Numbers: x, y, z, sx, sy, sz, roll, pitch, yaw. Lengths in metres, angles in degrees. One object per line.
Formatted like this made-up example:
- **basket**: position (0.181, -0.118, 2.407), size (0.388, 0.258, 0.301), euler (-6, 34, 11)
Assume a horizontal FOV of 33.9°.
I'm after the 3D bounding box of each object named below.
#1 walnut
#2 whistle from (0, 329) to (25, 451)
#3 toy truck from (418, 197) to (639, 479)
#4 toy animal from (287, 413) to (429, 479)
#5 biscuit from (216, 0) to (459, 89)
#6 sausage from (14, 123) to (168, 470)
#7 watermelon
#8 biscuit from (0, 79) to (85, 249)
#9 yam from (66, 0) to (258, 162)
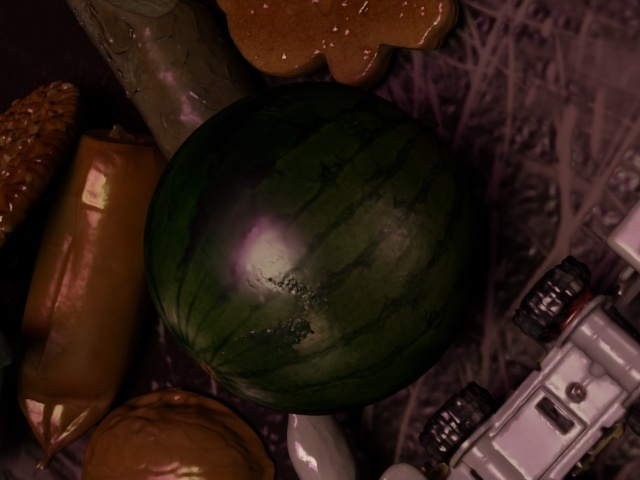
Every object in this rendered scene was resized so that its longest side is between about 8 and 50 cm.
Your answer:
- **walnut**: position (-0.150, 0.220, 0.949), size (0.211, 0.087, 0.167), euler (-16, 81, 31)
- **whistle**: position (-0.363, 0.139, 0.955), size (0.348, 0.189, 0.189), euler (-38, 72, 50)
- **toy truck**: position (0.181, 0.104, 0.731), size (0.136, 0.111, 0.286), euler (44, 111, 19)
- **toy animal**: position (-0.033, 0.278, 0.828), size (0.208, 0.154, 0.325), euler (35, 99, 43)
- **biscuit**: position (0.009, -0.202, 0.864), size (0.226, 0.036, 0.166), euler (-7, 88, 34)
- **sausage**: position (-0.212, 0.056, 0.964), size (0.112, 0.112, 0.328), euler (24, 105, 28)
- **watermelon**: position (-0.003, 0.004, 0.760), size (0.242, 0.242, 0.242), euler (2, 93, 31)
- **biscuit**: position (-0.327, -0.032, 0.959), size (0.305, 0.038, 0.305), euler (-35, 30, 24)
- **yam**: position (-0.134, -0.163, 0.914), size (0.106, 0.106, 0.259), euler (-40, 75, 26)
